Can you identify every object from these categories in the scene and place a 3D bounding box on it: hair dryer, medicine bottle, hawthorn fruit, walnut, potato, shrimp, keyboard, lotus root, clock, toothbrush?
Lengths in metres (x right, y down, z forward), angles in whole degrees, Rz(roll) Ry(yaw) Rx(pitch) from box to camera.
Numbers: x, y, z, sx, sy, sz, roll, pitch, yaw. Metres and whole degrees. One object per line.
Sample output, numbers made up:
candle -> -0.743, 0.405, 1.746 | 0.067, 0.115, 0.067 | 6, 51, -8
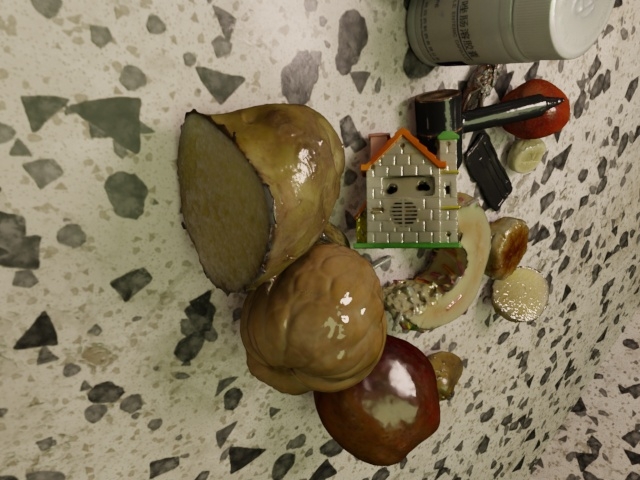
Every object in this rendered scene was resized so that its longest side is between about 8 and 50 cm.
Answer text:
hair dryer -> 0.402, -0.273, 0.941 | 0.353, 0.107, 0.188 | -11, 120, 0
medicine bottle -> 0.347, -0.441, 0.769 | 0.190, 0.332, 0.189 | -12, 114, -30
hawthorn fruit -> 0.611, -0.337, 1.106 | 0.286, 0.165, 0.165 | 7, 104, -45
walnut -> -0.008, 0.147, 0.763 | 0.286, 0.285, 0.296 | -19, 149, -27
hawthorn fruit -> 0.132, 0.364, 0.966 | 0.308, 0.308, 0.325 | -54, 140, -5
potato -> 0.651, 0.188, 1.347 | 0.202, 0.182, 0.117 | -59, 168, -24
potato -> -0.076, -0.083, 0.693 | 0.237, 0.300, 0.288 | -16, 153, -43
shrimp -> 0.392, -0.368, 0.991 | 0.075, 0.073, 0.190 | 24, 97, -49
potato -> 0.369, 0.419, 1.250 | 0.176, 0.137, 0.137 | -21, 120, -50
keyboard -> 0.490, -0.193, 1.158 | 0.106, 0.016, 0.262 | -52, 128, -5
lotus root -> 0.000, 0.000, 0.868 | 0.179, 0.081, 0.089 | 31, 47, -42
clock -> 0.185, -0.107, 0.872 | 0.220, 0.106, 0.254 | 0, 88, 9
toothbrush -> 0.020, 0.112, 0.954 | 0.387, 0.040, 0.040 | -27, 121, -25

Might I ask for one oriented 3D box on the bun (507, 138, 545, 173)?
bun -> 0.594, -0.253, 1.171 | 0.115, 0.069, 0.115 | -11, 130, -14

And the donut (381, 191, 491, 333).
donut -> 0.308, 0.057, 1.045 | 0.308, 0.150, 0.370 | 12, 99, -39

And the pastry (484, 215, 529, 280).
pastry -> 0.563, 0.019, 1.239 | 0.182, 0.093, 0.192 | -32, 127, -21
